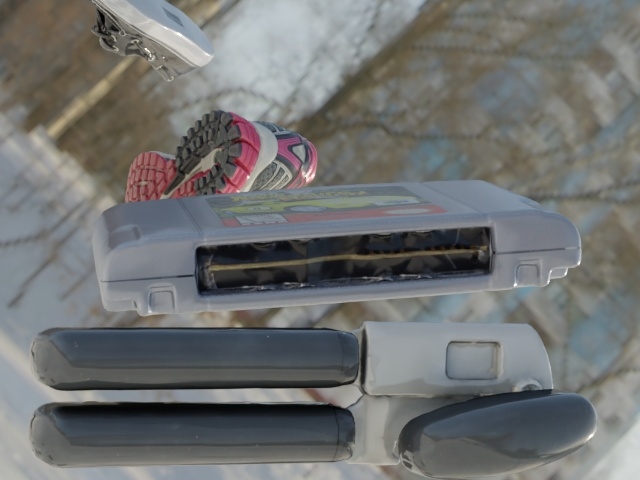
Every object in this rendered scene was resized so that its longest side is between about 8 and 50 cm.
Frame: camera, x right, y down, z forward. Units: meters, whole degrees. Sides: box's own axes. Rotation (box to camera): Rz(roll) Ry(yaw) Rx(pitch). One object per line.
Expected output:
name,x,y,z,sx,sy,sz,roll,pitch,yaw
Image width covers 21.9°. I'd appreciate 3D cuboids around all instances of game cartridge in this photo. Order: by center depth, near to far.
game cartridge,0.000,0.000,1.078,0.196,0.294,0.060,-155,-118,-79

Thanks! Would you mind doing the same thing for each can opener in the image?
can opener,0.001,0.079,0.821,0.283,0.076,0.095,2,2,-22

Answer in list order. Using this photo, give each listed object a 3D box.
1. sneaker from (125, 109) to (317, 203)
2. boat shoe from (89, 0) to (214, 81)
sneaker,-0.119,-0.043,1.730,0.112,0.121,0.299,8,-17,-32
boat shoe,-0.196,-0.223,1.716,0.080,0.076,0.228,61,15,23
